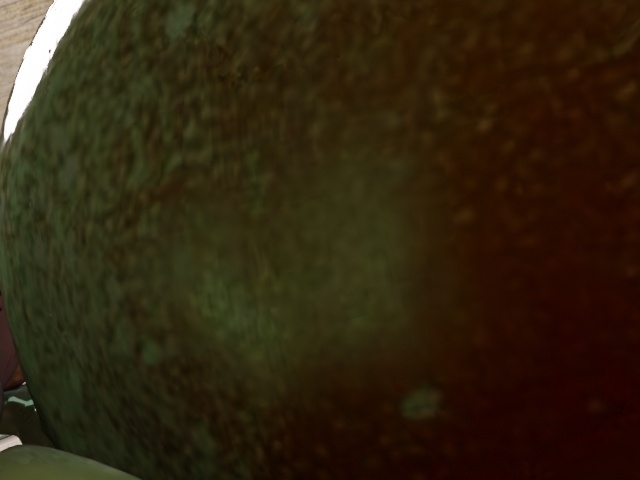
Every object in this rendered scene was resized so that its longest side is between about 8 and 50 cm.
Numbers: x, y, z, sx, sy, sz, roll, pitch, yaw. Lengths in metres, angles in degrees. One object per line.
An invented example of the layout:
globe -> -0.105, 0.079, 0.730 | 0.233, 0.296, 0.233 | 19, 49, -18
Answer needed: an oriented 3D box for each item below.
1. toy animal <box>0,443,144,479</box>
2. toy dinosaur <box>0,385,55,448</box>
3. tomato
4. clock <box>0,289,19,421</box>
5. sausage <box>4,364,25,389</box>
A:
toy animal -> -0.119, 0.121, 0.379 | 0.233, 0.121, 0.168 | -24, -13, 34
toy dinosaur -> -0.062, 0.068, 0.754 | 0.247, 0.075, 0.188 | -19, 2, 45
tomato -> 0.063, -0.025, 0.495 | 0.303, 0.239, 0.303 | -21, 10, 4
clock -> -0.236, 0.084, 0.617 | 0.295, 0.113, 0.322 | -39, 17, -10
sausage -> -0.244, 0.081, 1.149 | 0.043, 0.043, 0.186 | -25, 11, -41
